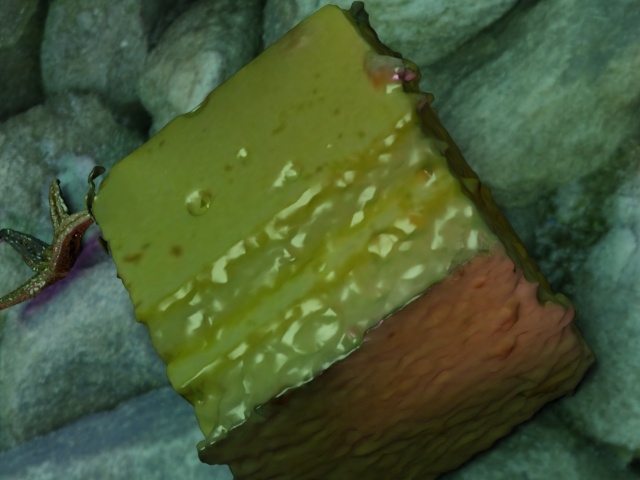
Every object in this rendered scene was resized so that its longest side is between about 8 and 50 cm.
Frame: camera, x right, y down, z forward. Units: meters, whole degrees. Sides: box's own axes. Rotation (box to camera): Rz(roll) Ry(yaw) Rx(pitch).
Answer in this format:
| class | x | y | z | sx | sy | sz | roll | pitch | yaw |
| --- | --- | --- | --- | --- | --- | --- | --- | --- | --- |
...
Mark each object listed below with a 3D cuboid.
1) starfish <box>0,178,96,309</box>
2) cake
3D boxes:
| class | x | y | z | sx | sy | sz | roll | pitch | yaw |
| --- | --- | --- | --- | --- | --- | --- | --- | --- | --- |
| starfish | -0.217 | 0.016 | 1.229 | 0.130 | 0.041 | 0.133 | -57 | 30 | -12 |
| cake | 0.000 | 0.000 | 1.016 | 0.227 | 0.222 | 0.286 | -34 | 57 | 8 |
